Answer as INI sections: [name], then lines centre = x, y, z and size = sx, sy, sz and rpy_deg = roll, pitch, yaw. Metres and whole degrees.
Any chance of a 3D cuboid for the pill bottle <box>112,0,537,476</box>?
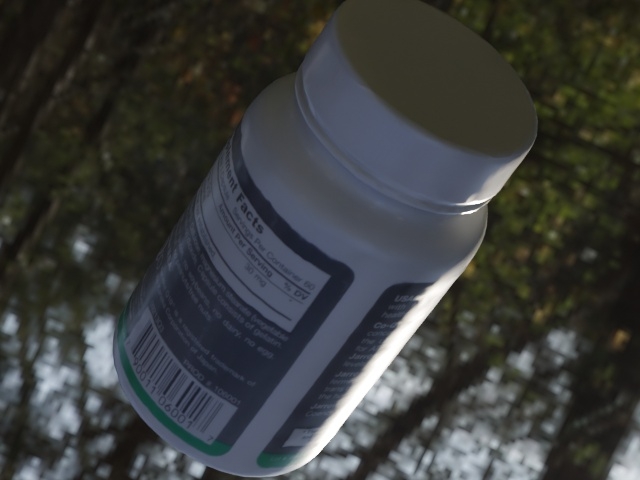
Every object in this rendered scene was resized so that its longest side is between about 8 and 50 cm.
[pill bottle]
centre = 0.000, 0.000, 1.354
size = 0.204, 0.361, 0.204
rpy_deg = 22, -143, -18
